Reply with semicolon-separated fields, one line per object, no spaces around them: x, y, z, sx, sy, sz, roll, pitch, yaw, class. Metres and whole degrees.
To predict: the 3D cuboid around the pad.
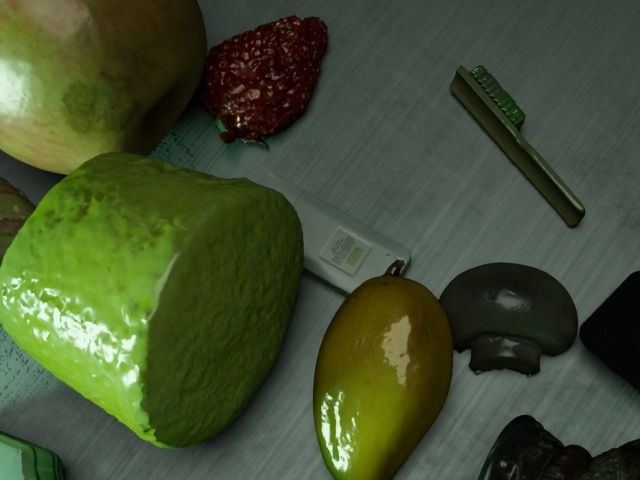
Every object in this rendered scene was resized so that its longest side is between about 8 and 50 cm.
0.412;0.212;1.336;0.250;0.055;0.323;41;79;18;pad

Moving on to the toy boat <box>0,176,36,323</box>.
-0.515;0.004;1.503;0.276;0.111;0.293;13;62;4;toy boat

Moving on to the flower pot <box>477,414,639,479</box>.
0.323;0.331;1.198;0.267;0.266;0.266;17;72;27;flower pot

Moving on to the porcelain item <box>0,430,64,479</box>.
-0.476;0.369;1.331;0.286;0.157;0.281;16;75;11;porcelain item

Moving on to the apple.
-0.329;-0.270;1.446;0.364;0.364;0.363;-2;70;6;apple

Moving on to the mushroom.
0.244;0.091;1.380;0.188;0.117;0.141;1;58;12;mushroom

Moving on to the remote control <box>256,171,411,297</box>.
0.000;0.000;1.474;0.250;0.034;0.103;29;76;15;remote control

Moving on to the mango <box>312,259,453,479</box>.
0.078;0.181;1.357;0.177;0.119;0.316;14;86;15;mango

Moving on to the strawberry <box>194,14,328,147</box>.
-0.073;-0.247;1.540;0.228;0.098;0.174;-31;70;-4;strawberry

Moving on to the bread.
-0.207;0.058;1.335;0.308;0.348;0.348;24;74;26;bread

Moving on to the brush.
0.284;-0.139;1.484;0.048;0.054;0.282;-29;69;-18;brush
